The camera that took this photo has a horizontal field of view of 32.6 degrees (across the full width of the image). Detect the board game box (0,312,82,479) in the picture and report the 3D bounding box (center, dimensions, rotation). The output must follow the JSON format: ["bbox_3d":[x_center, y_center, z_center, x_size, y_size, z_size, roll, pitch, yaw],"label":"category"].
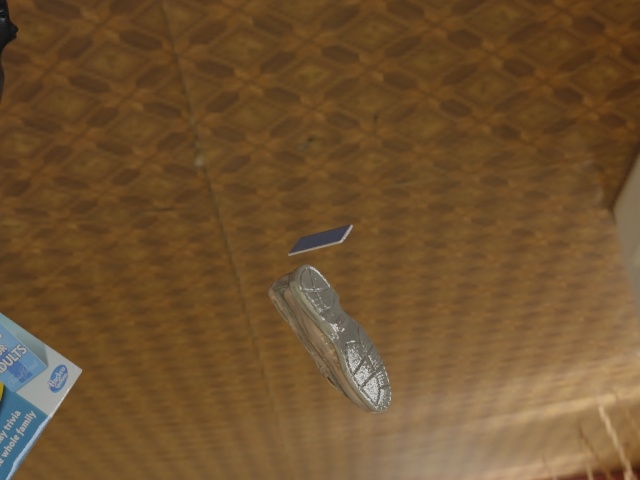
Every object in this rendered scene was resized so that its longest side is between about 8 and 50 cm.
[{"bbox_3d":[-0.460,0.146,1.146,0.336,0.253,0.079,38,138,-12],"label":"board game box"}]

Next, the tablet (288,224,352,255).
[{"bbox_3d":[0.000,0.000,1.480,0.083,0.006,0.054,-15,-160,26],"label":"tablet"}]

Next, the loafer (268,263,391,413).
[{"bbox_3d":[0.007,0.076,0.812,0.039,0.125,0.045,-25,-169,38],"label":"loafer"}]

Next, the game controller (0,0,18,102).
[{"bbox_3d":[-0.457,-0.237,1.310,0.067,0.166,0.319,11,-170,-43],"label":"game controller"}]
